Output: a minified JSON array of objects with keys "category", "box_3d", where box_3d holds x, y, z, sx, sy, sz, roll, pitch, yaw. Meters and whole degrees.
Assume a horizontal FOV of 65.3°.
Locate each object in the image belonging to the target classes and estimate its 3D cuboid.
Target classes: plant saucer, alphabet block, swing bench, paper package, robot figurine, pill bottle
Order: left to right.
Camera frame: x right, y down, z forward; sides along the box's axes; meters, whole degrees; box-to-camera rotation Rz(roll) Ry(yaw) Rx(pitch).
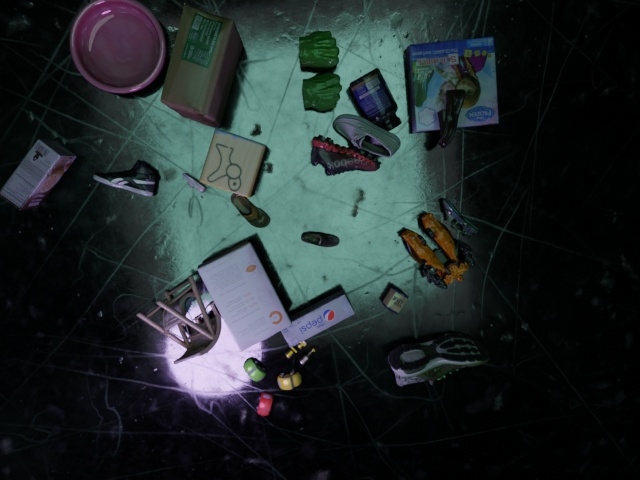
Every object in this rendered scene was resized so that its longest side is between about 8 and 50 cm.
[{"category":"plant saucer","box_3d":[-0.716,-0.694,1.793,0.332,0.084,0.332,0,98,-3]},{"category":"swing bench","box_3d":[-0.501,0.300,1.832,0.254,0.253,0.165,54,49,-8]},{"category":"paper package","box_3d":[-0.398,-0.578,1.710,0.168,0.309,0.324,17,95,-5]},{"category":"alphabet block","box_3d":[-0.309,-0.278,1.813,0.192,0.193,0.197,19,96,-4]},{"category":"pill bottle","box_3d":[0.208,-0.507,1.838,0.123,0.123,0.219,-29,103,1]},{"category":"robot figurine","box_3d":[0.460,0.045,1.945,0.211,0.085,0.291,-39,97,3]}]

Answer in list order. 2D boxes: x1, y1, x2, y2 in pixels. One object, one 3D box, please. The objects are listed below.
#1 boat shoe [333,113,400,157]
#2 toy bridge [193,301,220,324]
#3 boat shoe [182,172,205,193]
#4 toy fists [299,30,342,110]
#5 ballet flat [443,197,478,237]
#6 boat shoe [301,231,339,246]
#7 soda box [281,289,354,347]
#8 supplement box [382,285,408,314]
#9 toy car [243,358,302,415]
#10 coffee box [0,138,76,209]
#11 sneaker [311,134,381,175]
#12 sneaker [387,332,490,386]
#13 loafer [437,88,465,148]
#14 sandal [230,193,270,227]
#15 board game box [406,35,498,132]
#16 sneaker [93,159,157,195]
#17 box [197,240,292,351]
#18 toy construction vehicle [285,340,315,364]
[{"category":"boat shoe","box_3d":[0.158,-0.377,1.834,0.268,0.096,0.088,29,53,10]},{"category":"toy bridge","box_3d":[-0.414,0.273,1.964,0.188,0.026,0.063,-24,98,1]},{"category":"boat shoe","box_3d":[-0.485,-0.216,1.893,0.100,0.035,0.035,37,92,-13]},{"category":"toy fists","box_3d":[0.006,-0.620,1.833,0.142,0.096,0.279,-3,99,8]},{"category":"ballet flat","box_3d":[0.531,-0.082,1.945,0.188,0.070,0.070,42,94,-4]},{"category":"boat shoe","box_3d":[0.000,0.000,1.935,0.152,0.049,0.056,5,97,-4]},{"category":"soda box","box_3d":[-0.013,0.302,1.950,0.286,0.098,0.091,-28,97,1]},{"category":"supplement box","box_3d":[0.292,0.234,1.962,0.056,0.083,0.083,30,94,-7]},{"category":"toy car","box_3d":[-0.222,0.568,1.998,0.239,0.053,0.225,-44,97,3]},{"category":"coffee box","box_3d":[-1.021,-0.239,1.811,0.098,0.141,0.246,39,95,-7]},{"category":"sneaker","box_3d":[0.087,-0.296,1.878,0.276,0.097,0.135,16,105,-9]},{"category":"sneaker","box_3d":[0.470,0.493,2.005,0.410,0.158,0.182,-7,129,-4]},{"category":"loafer","box_3d":[0.462,-0.446,1.824,0.078,0.080,0.220,15,93,5]},{"category":"sandal","box_3d":[-0.272,-0.113,1.907,0.180,0.049,0.072,44,94,-7]},{"category":"board game box","box_3d":[0.495,-0.580,1.873,0.319,0.066,0.317,-7,98,-2]},{"category":"sneaker","box_3d":[-0.719,-0.251,1.860,0.217,0.079,0.121,16,93,-13]},{"category":"box","box_3d":[-0.286,0.202,1.872,0.215,0.168,0.345,-27,98,-10]},{"category":"toy construction vehicle","box_3d":[-0.079,0.448,2.003,0.086,0.035,0.098,42,91,4]}]
